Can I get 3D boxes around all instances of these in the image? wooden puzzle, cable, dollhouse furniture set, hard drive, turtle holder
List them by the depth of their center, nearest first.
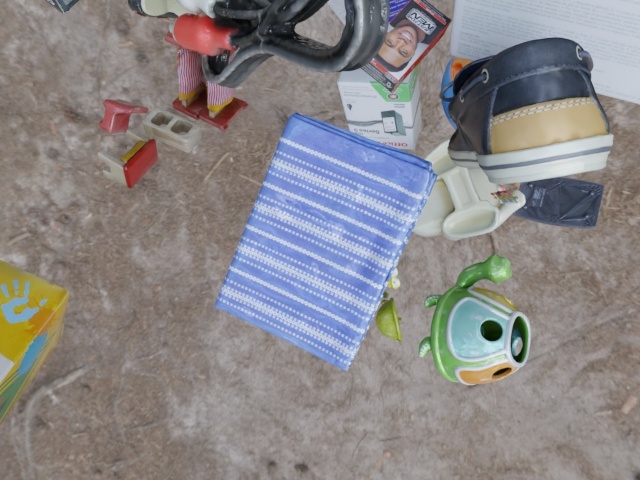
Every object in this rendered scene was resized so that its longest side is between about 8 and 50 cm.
[{"bbox_3d":[-0.061,-0.164,0.397,0.072,0.287,0.139,-9,126,-28],"label":"cable"},{"bbox_3d":[-0.305,-0.291,1.111,0.152,0.374,0.201,23,144,8],"label":"dollhouse furniture set"},{"bbox_3d":[0.429,0.224,1.363,0.227,0.320,0.243,-5,129,48],"label":"turtle holder"},{"bbox_3d":[0.505,-0.118,1.405,0.083,0.049,0.006,-7,137,-27],"label":"wooden puzzle"},{"bbox_3d":[0.791,-0.127,1.725,0.255,0.054,0.172,12,75,27],"label":"hard drive"}]

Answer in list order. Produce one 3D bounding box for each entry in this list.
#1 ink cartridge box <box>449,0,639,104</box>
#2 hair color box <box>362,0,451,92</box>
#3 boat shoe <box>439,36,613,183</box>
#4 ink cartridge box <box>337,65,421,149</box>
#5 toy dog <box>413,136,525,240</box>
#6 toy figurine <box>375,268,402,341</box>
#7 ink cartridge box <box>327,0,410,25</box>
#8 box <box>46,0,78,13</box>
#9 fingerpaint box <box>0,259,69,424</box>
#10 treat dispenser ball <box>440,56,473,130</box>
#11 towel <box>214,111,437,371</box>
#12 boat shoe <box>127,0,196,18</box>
[{"bbox_3d":[0.332,-0.353,0.626,0.308,0.385,0.091,22,69,17],"label":"ink cartridge box"},{"bbox_3d":[0.130,-0.304,0.797,0.072,0.043,0.141,39,76,2],"label":"hair color box"},{"bbox_3d":[0.270,-0.183,0.730,0.187,0.500,0.156,-10,100,14],"label":"boat shoe"},{"bbox_3d":[0.188,-0.411,1.564,0.211,0.289,0.121,8,63,19],"label":"ink cartridge box"},{"bbox_3d":[0.450,-0.116,1.645,0.395,0.408,0.284,-36,73,33],"label":"toy dog"},{"bbox_3d":[0.086,0.119,1.411,0.217,0.191,0.362,-15,110,-7],"label":"toy figurine"},{"bbox_3d":[0.095,-0.570,1.139,0.176,0.371,0.069,-10,67,29],"label":"ink cartridge box"},{"bbox_3d":[-0.274,-0.383,0.566,0.175,0.051,0.220,38,77,5],"label":"box"},{"bbox_3d":[-0.604,0.135,0.593,0.445,0.371,0.163,27,135,-10],"label":"fingerpaint box"},{"bbox_3d":[0.444,-0.376,1.277,0.288,0.288,0.288,2,101,9],"label":"treat dispenser ball"},{"bbox_3d":[0.000,0.000,0.778,0.243,0.040,0.336,24,97,11],"label":"towel"},{"bbox_3d":[-0.241,-0.376,0.815,0.042,0.133,0.048,19,119,26],"label":"boat shoe"}]
